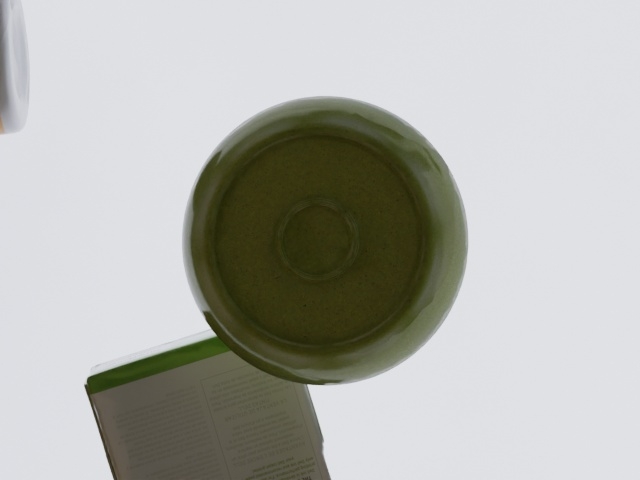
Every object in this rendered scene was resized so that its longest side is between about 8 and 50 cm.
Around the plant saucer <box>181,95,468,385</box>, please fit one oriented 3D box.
[{"bbox_3d":[0.000,0.000,1.273,0.241,0.037,0.241,0,-90,8],"label":"plant saucer"}]

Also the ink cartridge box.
[{"bbox_3d":[-0.087,0.213,1.412,0.189,0.097,0.255,-17,-87,-6],"label":"ink cartridge box"}]

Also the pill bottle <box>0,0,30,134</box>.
[{"bbox_3d":[-0.422,-0.170,1.478,0.272,0.152,0.152,-3,-93,-3],"label":"pill bottle"}]
